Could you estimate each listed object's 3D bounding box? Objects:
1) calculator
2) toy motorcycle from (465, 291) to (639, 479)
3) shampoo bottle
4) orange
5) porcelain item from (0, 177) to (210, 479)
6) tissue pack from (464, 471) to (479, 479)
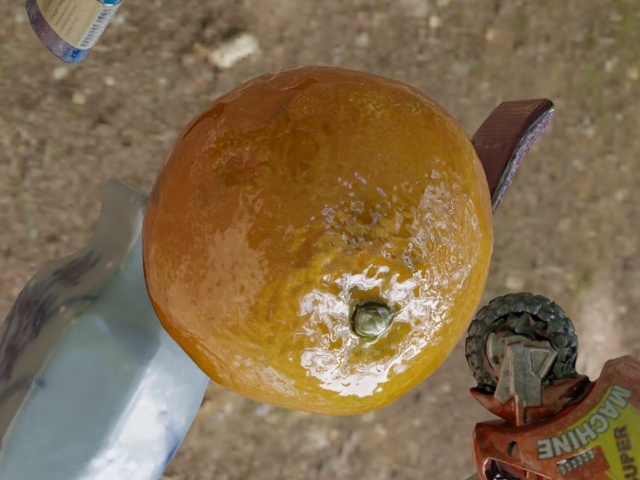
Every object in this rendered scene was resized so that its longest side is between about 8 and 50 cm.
[{"bbox_3d":[0.196,-0.086,1.966,0.034,0.126,0.190,35,79,-21],"label":"calculator"},{"bbox_3d":[0.220,0.165,1.217,0.171,0.298,0.089,-59,168,3],"label":"toy motorcycle"},{"bbox_3d":[-0.224,-0.241,1.577,0.050,0.183,0.087,-28,83,-33],"label":"shampoo bottle"},{"bbox_3d":[0.000,0.000,1.452,0.312,0.312,0.312,-15,110,-50],"label":"orange"},{"bbox_3d":[-0.241,0.146,1.734,0.178,0.242,0.405,29,90,-27],"label":"porcelain item"},{"bbox_3d":[0.211,0.411,1.909,0.266,0.356,0.194,46,45,-1],"label":"tissue pack"}]
